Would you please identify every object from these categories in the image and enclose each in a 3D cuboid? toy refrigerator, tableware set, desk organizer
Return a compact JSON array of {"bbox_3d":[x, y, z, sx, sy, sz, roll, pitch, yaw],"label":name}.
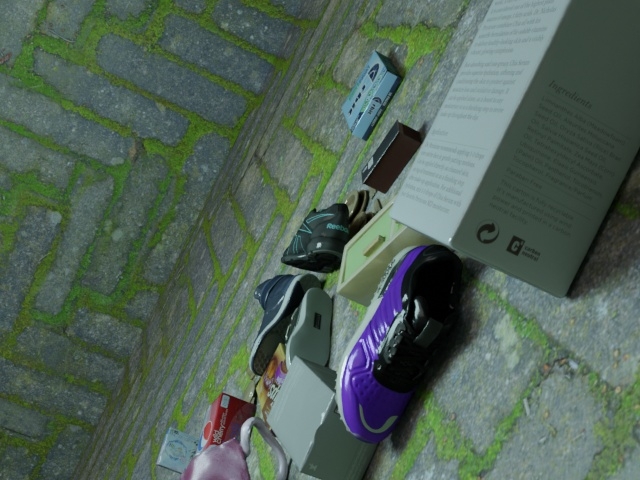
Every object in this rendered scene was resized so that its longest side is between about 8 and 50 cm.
[{"bbox_3d":[0.127,-0.003,1.376,0.269,0.094,0.102,-45,25,48],"label":"toy refrigerator"},{"bbox_3d":[0.063,-0.044,1.723,0.128,0.039,0.194,-59,17,20],"label":"tableware set"},{"bbox_3d":[0.130,-0.153,1.650,0.130,0.050,0.047,-55,19,31],"label":"desk organizer"},{"bbox_3d":[-0.131,0.276,1.907,0.141,0.020,0.168,-57,20,33],"label":"tableware set"}]

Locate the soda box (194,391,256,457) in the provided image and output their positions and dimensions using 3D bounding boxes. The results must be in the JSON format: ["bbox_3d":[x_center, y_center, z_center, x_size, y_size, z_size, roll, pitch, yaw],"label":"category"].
[{"bbox_3d":[-0.204,0.445,1.781,0.092,0.083,0.263,-48,23,44],"label":"soda box"}]

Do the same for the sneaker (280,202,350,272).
[{"bbox_3d":[0.000,0.000,1.723,0.267,0.101,0.106,157,126,-67],"label":"sneaker"}]

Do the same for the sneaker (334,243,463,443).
[{"bbox_3d":[0.115,0.134,1.206,0.146,0.102,0.293,-14,53,68],"label":"sneaker"}]

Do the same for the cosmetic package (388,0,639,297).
[{"bbox_3d":[0.275,-0.184,1.056,0.453,0.161,0.230,-64,16,4],"label":"cosmetic package"}]

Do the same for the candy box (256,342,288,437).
[{"bbox_3d":[-0.065,0.278,1.642,0.109,0.053,0.186,-62,16,10],"label":"candy box"}]

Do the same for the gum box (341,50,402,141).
[{"bbox_3d":[0.110,-0.323,1.967,0.157,0.041,0.184,-59,19,20],"label":"gum box"}]

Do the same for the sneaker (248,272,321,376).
[{"bbox_3d":[-0.097,0.167,1.810,0.226,0.086,0.163,-60,26,-15],"label":"sneaker"}]

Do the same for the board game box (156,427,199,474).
[{"bbox_3d":[-0.327,0.494,2.073,0.020,0.090,0.090,-34,34,53],"label":"board game box"}]

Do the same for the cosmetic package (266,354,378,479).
[{"bbox_3d":[0.005,0.272,1.358,0.127,0.107,0.238,-65,19,1],"label":"cosmetic package"}]

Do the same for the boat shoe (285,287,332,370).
[{"bbox_3d":[-0.026,0.182,1.629,0.070,0.078,0.219,-52,13,36],"label":"boat shoe"}]

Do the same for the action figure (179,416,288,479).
[{"bbox_3d":[-0.139,0.507,1.408,0.276,0.248,0.370,-35,20,5],"label":"action figure"}]
